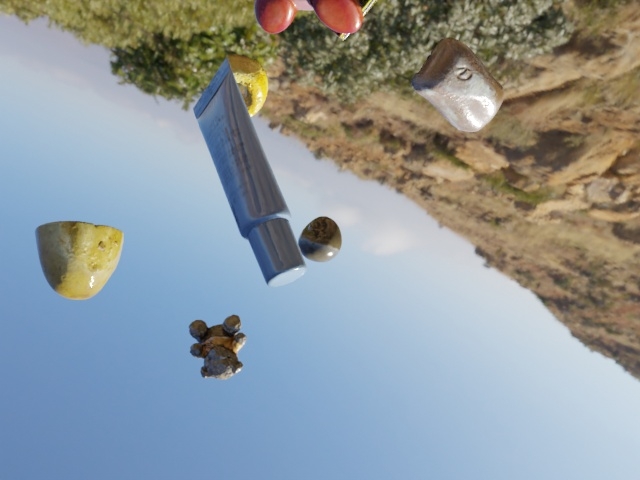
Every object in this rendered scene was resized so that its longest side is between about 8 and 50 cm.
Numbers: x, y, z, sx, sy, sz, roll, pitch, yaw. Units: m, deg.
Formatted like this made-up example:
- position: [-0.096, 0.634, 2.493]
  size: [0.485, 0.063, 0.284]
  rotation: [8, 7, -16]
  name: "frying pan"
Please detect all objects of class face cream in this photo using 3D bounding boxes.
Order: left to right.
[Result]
- position: [-0.123, -0.108, 1.013]
  size: [0.086, 0.135, 0.386]
  rotation: [-5, -117, -42]
  name: "face cream"

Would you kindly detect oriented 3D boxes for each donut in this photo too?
- position: [-0.216, -0.409, 1.692]
  size: [0.146, 0.181, 0.078]
  rotation: [23, -148, -16]
  name: "donut"

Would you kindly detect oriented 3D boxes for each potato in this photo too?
- position: [-0.532, 0.052, 1.362]
  size: [0.178, 0.158, 0.203]
  rotation: [-5, 171, -1]
  name: "potato"

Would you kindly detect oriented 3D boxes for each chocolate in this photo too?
- position: [0.345, -0.356, 1.441]
  size: [0.261, 0.161, 0.083]
  rotation: [25, -173, -39]
  name: "chocolate"

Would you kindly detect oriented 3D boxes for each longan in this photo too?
- position: [0.000, 0.000, 2.288]
  size: [0.189, 0.189, 0.189]
  rotation: [23, -175, -2]
  name: "longan"

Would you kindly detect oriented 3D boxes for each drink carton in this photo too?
- position: [0.098, -0.649, 1.742]
  size: [0.056, 0.166, 0.071]
  rotation: [43, -165, 3]
  name: "drink carton"

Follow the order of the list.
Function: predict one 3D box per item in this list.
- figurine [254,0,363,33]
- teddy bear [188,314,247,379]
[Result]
- position: [-0.023, -0.635, 1.399]
  size: [0.269, 0.262, 0.211]
  rotation: [9, 162, 21]
  name: "figurine"
- position: [-0.307, 0.335, 1.876]
  size: [0.176, 0.140, 0.190]
  rotation: [-10, -131, -1]
  name: "teddy bear"
